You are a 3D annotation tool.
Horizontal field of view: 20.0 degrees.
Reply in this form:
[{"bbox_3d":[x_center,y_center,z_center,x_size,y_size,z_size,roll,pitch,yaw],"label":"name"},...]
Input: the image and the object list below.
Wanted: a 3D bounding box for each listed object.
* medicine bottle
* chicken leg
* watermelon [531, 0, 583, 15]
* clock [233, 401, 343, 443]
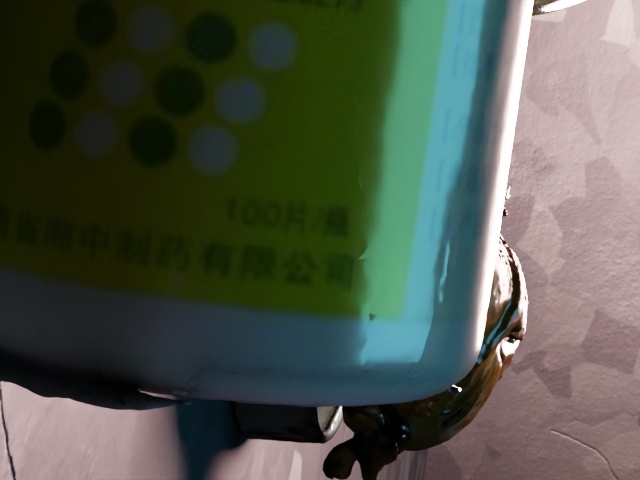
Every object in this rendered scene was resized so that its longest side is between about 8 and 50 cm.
[{"bbox_3d":[-0.020,-0.135,0.686,0.213,0.214,0.378,-19,117,-80],"label":"medicine bottle"},{"bbox_3d":[0.082,0.014,1.285,0.361,0.140,0.211,94,18,-46],"label":"chicken leg"},{"bbox_3d":[0.121,-0.293,1.203,0.285,0.285,0.285,9,90,-81],"label":"watermelon"},{"bbox_3d":[-0.001,0.001,1.402,0.319,0.066,0.318,9,90,-80],"label":"clock"}]
